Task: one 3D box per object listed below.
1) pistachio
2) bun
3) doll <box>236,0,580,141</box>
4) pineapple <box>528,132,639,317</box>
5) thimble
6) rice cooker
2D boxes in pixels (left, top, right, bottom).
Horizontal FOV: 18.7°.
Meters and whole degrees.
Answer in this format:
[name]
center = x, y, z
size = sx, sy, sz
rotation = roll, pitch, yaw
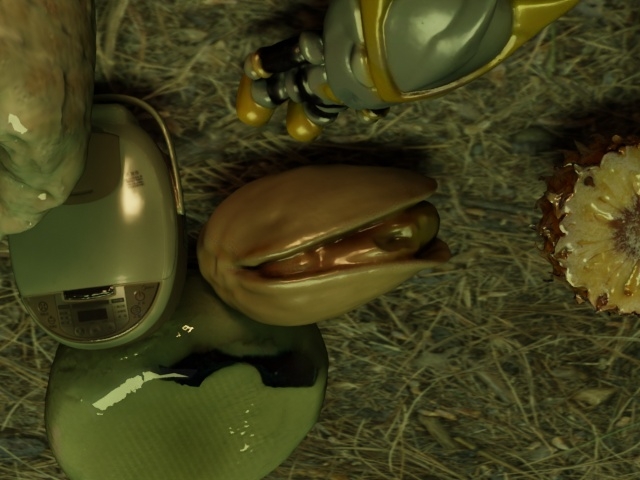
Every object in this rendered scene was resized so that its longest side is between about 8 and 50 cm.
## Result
[pistachio]
center = 0.000, 0.000, 1.661
size = 0.215, 0.144, 0.144
rotation = -10, 149, 2
[bun]
center = -0.135, 0.119, 1.829
size = 0.283, 0.179, 0.283
rotation = -16, 142, -13
[doll]
center = 0.048, -0.151, 1.431
size = 0.145, 0.103, 0.316
rotation = 40, 146, -18
[pineapple]
center = 0.254, -0.025, 1.657
size = 0.176, 0.137, 0.161
rotation = 0, 106, -16
[thimble]
center = -0.302, -0.127, 1.356
size = 0.291, 0.195, 0.291
rotation = 3, 151, 1
[rice cooker]
center = -0.177, -0.012, 1.564
size = 0.145, 0.206, 0.127
rotation = -6, 166, 7
